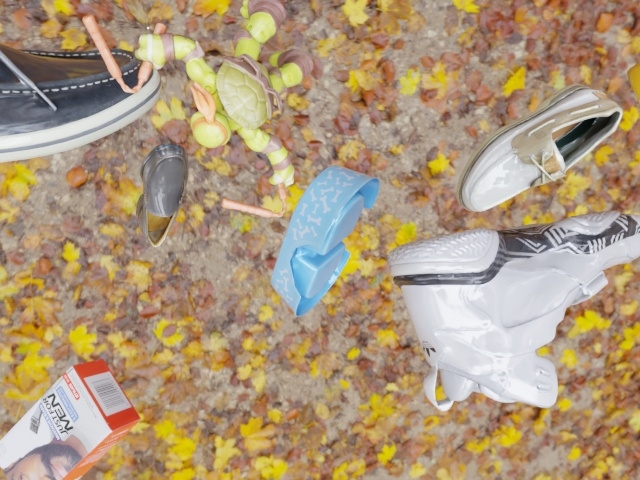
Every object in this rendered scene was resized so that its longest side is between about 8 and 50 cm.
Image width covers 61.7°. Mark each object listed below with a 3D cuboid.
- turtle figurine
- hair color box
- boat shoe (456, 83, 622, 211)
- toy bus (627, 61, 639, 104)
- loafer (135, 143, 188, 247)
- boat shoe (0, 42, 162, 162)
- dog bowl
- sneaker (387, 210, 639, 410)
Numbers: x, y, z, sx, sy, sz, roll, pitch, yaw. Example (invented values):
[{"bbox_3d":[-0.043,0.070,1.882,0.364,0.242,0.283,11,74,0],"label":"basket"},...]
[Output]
[{"bbox_3d":[-0.091,-0.173,0.570,0.269,0.087,0.217,44,50,-25],"label":"turtle figurine"},{"bbox_3d":[-0.303,0.230,0.635,0.167,0.053,0.093,-45,73,15],"label":"hair color box"},{"bbox_3d":[0.372,-0.152,0.922,0.302,0.103,0.113,-42,125,3],"label":"boat shoe"},{"bbox_3d":[0.410,-0.038,0.494,0.130,0.108,0.332,-6,73,-51],"label":"toy bus"},{"bbox_3d":[-0.202,-0.056,0.698,0.062,0.061,0.170,-4,149,-25],"label":"loafer"},{"bbox_3d":[-0.403,-0.172,0.551,0.500,0.187,0.155,-16,126,-36],"label":"boat shoe"},{"bbox_3d":[0.000,0.000,0.911,0.166,0.074,0.297,-38,157,-46],"label":"dog bowl"},{"bbox_3d":[0.268,0.082,0.676,0.366,0.137,0.210,-8,87,-18],"label":"sneaker"}]
